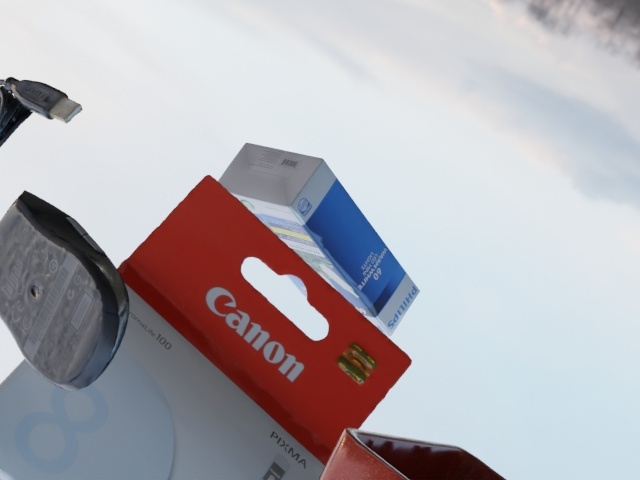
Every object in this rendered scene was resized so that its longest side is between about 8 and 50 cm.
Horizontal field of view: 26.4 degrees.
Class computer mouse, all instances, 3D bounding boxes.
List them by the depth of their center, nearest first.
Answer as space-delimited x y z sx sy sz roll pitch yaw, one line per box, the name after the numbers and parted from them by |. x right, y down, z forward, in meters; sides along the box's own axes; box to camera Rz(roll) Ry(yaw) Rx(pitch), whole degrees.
-0.198 -0.013 1.027 0.060 0.184 0.262 13 -165 -48 | computer mouse

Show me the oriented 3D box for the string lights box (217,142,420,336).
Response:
0.000 0.000 1.633 0.133 0.076 0.259 15 153 44 | string lights box

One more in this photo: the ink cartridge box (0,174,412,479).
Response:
-0.115 0.155 1.348 0.308 0.385 0.091 43 159 -4 | ink cartridge box

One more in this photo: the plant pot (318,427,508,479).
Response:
0.094 0.303 0.900 0.267 0.235 0.267 36 -176 25 | plant pot
